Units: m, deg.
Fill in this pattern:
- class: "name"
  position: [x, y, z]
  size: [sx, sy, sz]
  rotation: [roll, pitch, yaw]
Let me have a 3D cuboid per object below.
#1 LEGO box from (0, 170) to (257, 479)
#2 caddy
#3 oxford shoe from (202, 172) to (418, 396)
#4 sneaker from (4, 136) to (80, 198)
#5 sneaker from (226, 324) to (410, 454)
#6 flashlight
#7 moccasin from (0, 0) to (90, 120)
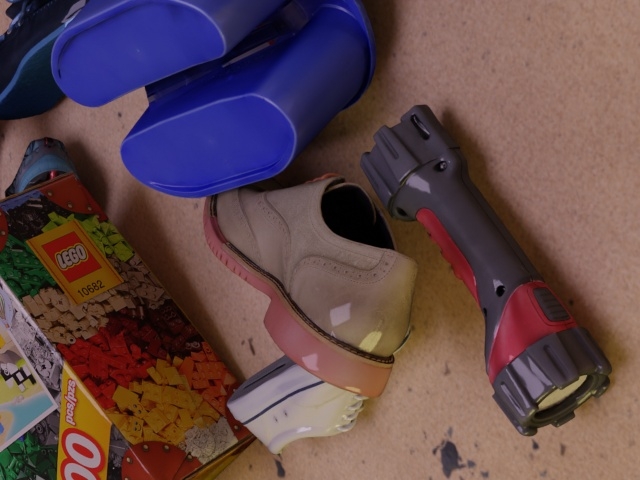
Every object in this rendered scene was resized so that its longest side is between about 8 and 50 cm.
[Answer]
- class: "LEGO box"
  position: [-0.348, 0.225, 1.892]
  size: [0.372, 0.193, 0.500]
  rotation: [51, 130, 9]
- class: "caddy"
  position: [-0.101, -0.189, 1.585]
  size: [0.341, 0.179, 0.241]
  rotation: [-13, 121, 49]
- class: "oxford shoe"
  position: [0.000, 0.000, 1.538]
  size: [0.146, 0.140, 0.397]
  rotation: [-62, 31, 13]
- class: "sneaker"
  position: [-0.348, -0.017, 2.015]
  size: [0.125, 0.104, 0.262]
  rotation: [-107, 32, -44]
- class: "sneaker"
  position: [0.014, 0.143, 1.634]
  size: [0.091, 0.094, 0.258]
  rotation: [49, 136, -9]
- class: "flashlight"
  position: [0.138, 0.027, 1.442]
  size: [0.304, 0.103, 0.103]
  rotation: [56, 173, 28]
- class: "moccasin"
  position: [-0.328, -0.246, 1.883]
  size: [0.342, 0.138, 0.116]
  rotation: [-27, 74, 48]
